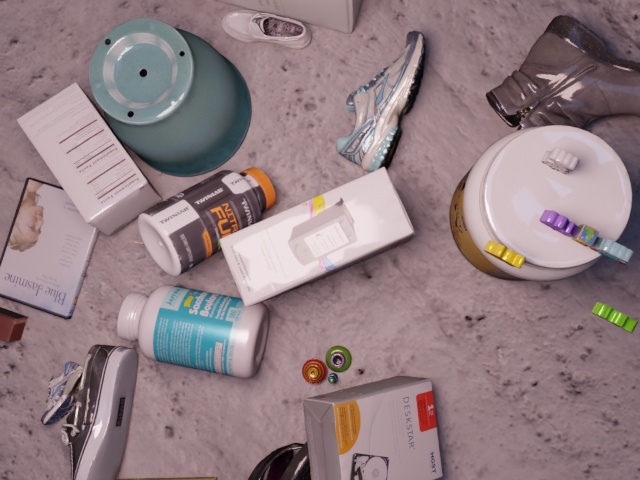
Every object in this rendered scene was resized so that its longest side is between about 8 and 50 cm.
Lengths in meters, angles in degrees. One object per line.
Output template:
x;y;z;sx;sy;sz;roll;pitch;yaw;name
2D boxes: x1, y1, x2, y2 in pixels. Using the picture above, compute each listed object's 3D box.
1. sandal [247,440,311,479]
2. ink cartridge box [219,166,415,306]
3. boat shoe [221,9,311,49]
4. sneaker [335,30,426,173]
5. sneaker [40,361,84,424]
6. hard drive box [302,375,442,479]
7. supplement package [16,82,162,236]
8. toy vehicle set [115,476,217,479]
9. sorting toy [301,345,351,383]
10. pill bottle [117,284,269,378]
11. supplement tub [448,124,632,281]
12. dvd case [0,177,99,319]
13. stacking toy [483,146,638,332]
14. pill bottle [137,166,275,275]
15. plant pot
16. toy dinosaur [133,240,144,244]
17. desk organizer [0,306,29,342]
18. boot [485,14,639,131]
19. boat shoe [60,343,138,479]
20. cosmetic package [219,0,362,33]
-0.105;0.499;1.144;0.107;0.167;0.446;31;90;24;sandal
0.000;0.000;1.126;0.306;0.226;0.131;-25;85;3;ink cartridge box
-0.111;-0.423;1.244;0.184;0.063;0.066;20;89;6;boat shoe
0.113;-0.274;1.192;0.122;0.110;0.283;22;89;10;sneaker
-0.519;0.303;1.252;0.058;0.052;0.135;30;82;17;sneaker
0.095;0.348;1.099;0.232;0.089;0.181;-4;85;-38;hard drive box
-0.440;-0.152;1.211;0.133;0.139;0.244;-36;81;-8;supplement package
-0.330;0.551;1.218;0.266;0.035;0.166;-3;86;6;toy vehicle set
0.013;0.245;1.200;0.102;0.042;0.061;-28;84;3;sorting toy
-0.238;0.166;1.178;0.264;0.146;0.146;10;87;5;pill bottle
0.348;-0.052;1.040;0.240;0.331;0.241;0;86;6;supplement tub
-0.557;0.015;1.283;0.180;0.022;0.253;17;88;6;dvd case
0.359;-0.003;0.847;0.221;0.052;0.167;30;92;4;stacking toy
-0.200;-0.048;1.160;0.245;0.130;0.130;-34;83;-31;pill bottle
-0.285;-0.271;1.157;0.271;0.255;0.272;0;87;5;plant pot
-0.273;-0.025;1.251;0.183;0.053;0.092;-41;68;-6;toy dinosaur
-0.670;0.161;1.273;0.130;0.047;0.050;18;91;7;desk organizer
0.495;-0.235;1.159;0.338;0.118;0.223;39;94;18;boot
-0.440;0.353;1.201;0.104;0.113;0.307;5;81;14;boat shoe
-0.089;-0.626;1.124;0.393;0.327;0.330;15;88;5;cosmetic package
